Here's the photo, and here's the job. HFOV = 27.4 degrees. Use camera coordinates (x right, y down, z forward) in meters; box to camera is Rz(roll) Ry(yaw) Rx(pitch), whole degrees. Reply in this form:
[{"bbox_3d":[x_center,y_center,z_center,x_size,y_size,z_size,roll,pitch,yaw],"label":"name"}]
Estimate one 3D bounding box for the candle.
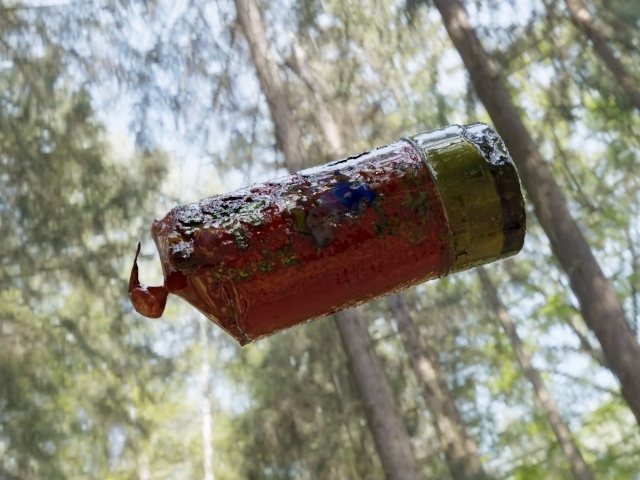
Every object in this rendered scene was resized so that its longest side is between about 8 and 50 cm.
[{"bbox_3d":[0.000,0.000,0.431,0.130,0.052,0.052,-17,-46,-12],"label":"candle"}]
